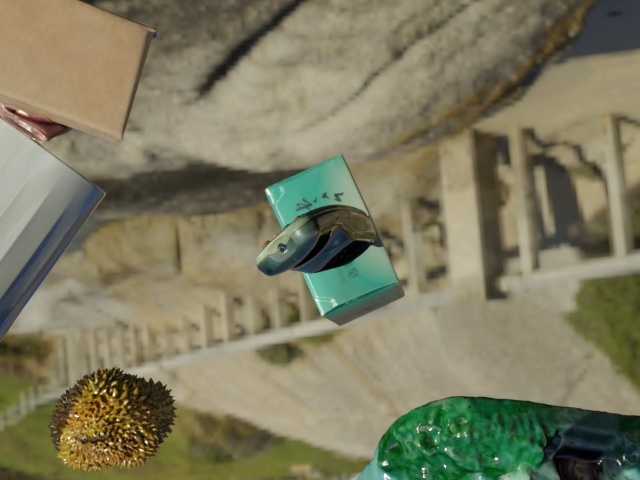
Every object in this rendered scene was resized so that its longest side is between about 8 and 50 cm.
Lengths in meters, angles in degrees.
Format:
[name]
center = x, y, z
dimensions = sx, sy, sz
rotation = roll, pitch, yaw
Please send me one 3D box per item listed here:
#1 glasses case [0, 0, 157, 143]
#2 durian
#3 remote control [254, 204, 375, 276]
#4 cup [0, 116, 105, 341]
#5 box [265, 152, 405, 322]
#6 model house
[glasses case]
center = -0.208, -0.111, 0.884
dimensions = 0.193, 0.103, 0.070
rotation = 19, 167, -22
[durian]
center = -0.270, 0.231, 1.831
dimensions = 0.158, 0.137, 0.168
rotation = -38, 166, 11
[remote control]
center = 0.000, 0.000, 1.323
dimensions = 0.072, 0.042, 0.222
rotation = -43, 169, 15
[cup]
center = -0.521, -0.026, 2.027
dimensions = 0.323, 0.327, 0.237
rotation = 39, 175, -35
[box]
center = 0.022, 0.005, 1.581
dimensions = 0.092, 0.153, 0.245
rotation = -25, 174, 3
[model house]
center = 0.179, 0.299, 1.190
dimensions = 0.280, 0.249, 0.230
rotation = 8, 140, -19
